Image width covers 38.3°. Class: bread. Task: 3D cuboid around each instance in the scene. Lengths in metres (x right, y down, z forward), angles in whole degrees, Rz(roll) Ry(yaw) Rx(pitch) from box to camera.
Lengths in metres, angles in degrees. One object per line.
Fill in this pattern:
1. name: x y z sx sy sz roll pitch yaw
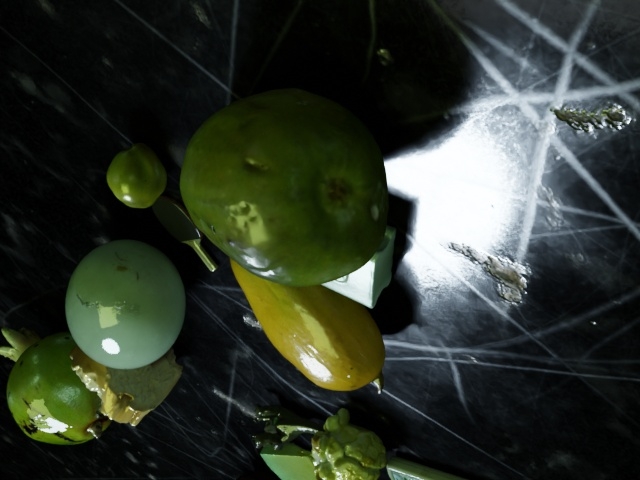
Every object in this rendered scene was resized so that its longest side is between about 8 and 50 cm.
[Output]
1. bread: -0.406 0.267 1.842 0.183 0.211 0.224 42 143 -20

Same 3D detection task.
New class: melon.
1. melon: -0.014 0.495 1.927 0.114 0.053 0.261 -20 122 33

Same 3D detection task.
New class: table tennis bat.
1. table tennis bat: -0.217 -0.011 1.491 0.087 0.013 0.156 -7 127 47

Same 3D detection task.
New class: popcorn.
1. popcorn: 0.050 0.383 1.642 0.136 0.162 0.141 -6 164 3

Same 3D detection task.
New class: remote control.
1. remote control: 0.226 0.441 1.614 0.233 0.038 0.098 10 138 38

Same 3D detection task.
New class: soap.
1. soap: 0.000 0.000 1.245 0.198 0.066 0.119 25 144 19

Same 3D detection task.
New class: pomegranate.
1. pomegranate: -0.598 0.314 2.073 0.341 0.260 0.260 30 147 17

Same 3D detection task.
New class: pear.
1. pear: -0.274 -0.098 1.374 0.092 0.092 0.097 18 101 27

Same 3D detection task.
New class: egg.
1. egg: -0.333 0.111 1.579 0.203 0.203 0.282 32 151 8

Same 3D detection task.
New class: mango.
1. mango: -0.019 0.108 1.365 0.317 0.119 0.176 49 151 -2

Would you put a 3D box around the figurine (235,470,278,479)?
1. figurine: -0.110 0.646 2.089 0.281 0.167 0.370 17 152 36

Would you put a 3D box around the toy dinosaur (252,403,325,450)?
1. toy dinosaur: -0.042 0.364 1.796 0.179 0.087 0.187 2 167 -11

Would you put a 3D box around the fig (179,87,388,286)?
1. fig: -0.077 -0.057 1.089 0.314 0.233 0.233 -5 130 32
